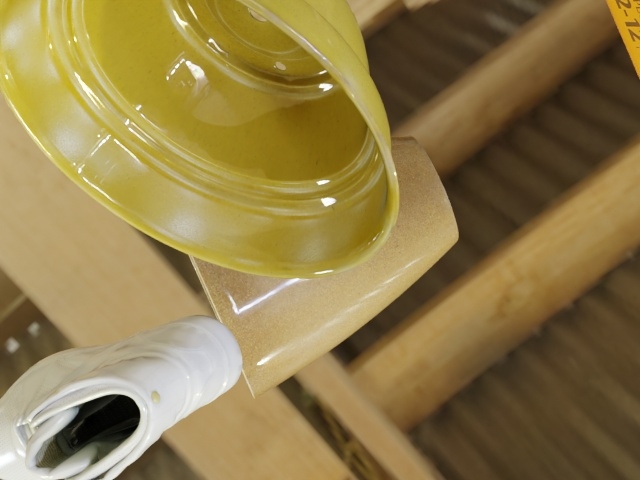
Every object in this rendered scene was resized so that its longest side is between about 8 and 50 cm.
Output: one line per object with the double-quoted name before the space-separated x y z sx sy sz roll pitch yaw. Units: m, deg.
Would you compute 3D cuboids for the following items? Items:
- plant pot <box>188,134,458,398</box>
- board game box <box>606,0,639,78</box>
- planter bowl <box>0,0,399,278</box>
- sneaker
"plant pot" 0.000 0.000 1.579 0.254 0.237 0.237 -23 -152 -4
"board game box" 0.481 -0.274 1.324 0.356 0.356 0.356 -43 -152 -25
"planter bowl" -0.046 -0.085 0.766 0.217 0.217 0.090 -8 -137 43
"sneaker" -0.222 0.157 1.348 0.292 0.108 0.169 -28 -178 31
